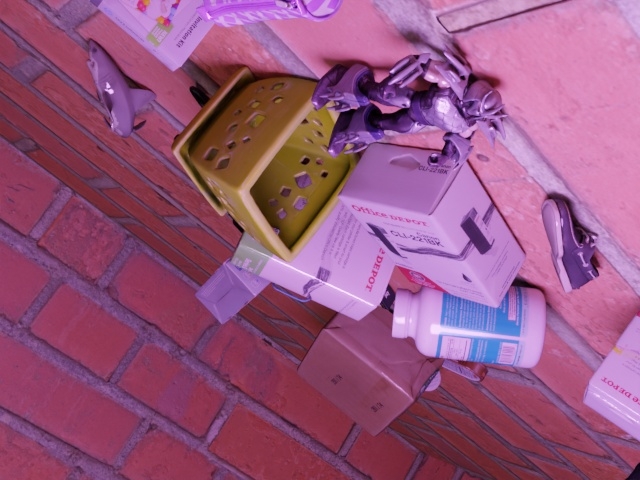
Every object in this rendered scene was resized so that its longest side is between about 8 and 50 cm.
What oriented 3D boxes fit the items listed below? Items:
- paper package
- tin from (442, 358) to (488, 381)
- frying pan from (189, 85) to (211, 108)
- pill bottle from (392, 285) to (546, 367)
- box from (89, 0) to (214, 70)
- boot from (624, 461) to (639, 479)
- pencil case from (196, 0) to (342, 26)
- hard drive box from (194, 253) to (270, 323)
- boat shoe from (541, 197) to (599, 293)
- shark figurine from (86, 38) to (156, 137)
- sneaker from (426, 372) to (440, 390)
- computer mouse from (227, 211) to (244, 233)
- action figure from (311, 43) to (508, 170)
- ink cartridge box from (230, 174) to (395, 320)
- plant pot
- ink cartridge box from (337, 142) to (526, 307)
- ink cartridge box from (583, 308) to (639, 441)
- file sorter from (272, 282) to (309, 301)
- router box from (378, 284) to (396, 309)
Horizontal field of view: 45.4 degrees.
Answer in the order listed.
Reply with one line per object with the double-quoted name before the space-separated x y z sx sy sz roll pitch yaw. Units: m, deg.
"paper package" 0.126 0.337 2.057 0.310 0.168 0.324 38 145 9
"tin" 0.356 0.323 2.055 0.190 0.040 0.106 23 165 28
"frying pan" -0.157 -0.190 1.492 0.326 0.053 0.197 42 159 -26
"pill bottle" 0.266 0.146 1.396 0.264 0.146 0.146 7 159 7
"box" -0.225 -0.344 1.028 0.186 0.145 0.038 40 162 -23
"boot" 0.641 0.274 1.154 0.146 0.367 0.445 42 146 27
"pencil case" -0.062 -0.306 0.949 0.206 0.088 0.086 14 153 48
"hard drive box" -0.123 0.042 1.553 0.089 0.232 0.181 47 144 -2
"boat shoe" 0.373 0.002 1.130 0.065 0.075 0.206 -19 138 10
"shark figurine" -0.399 -0.279 1.607 0.278 0.116 0.166 91 154 -61
"sneaker" 0.229 0.341 2.239 0.282 0.102 0.161 38 169 15
"computer mouse" -0.166 -0.046 1.907 0.262 0.060 0.184 47 165 -9
"action figure" 0.120 -0.170 1.001 0.285 0.099 0.185 8 142 45
"ink cartridge box" 0.000 0.000 1.422 0.273 0.198 0.115 26 155 -6
"plant pot" -0.097 -0.136 1.264 0.207 0.227 0.228 28 162 31
"ink cartridge box" 0.185 -0.024 1.252 0.197 0.114 0.273 16 156 45
"ink cartridge box" 0.513 0.208 1.190 0.128 0.176 0.127 35 166 26
"file sorter" -0.052 0.039 1.764 0.118 0.104 0.170 23 138 29
"router box" 0.092 0.089 1.843 0.133 0.046 0.179 19 158 38
